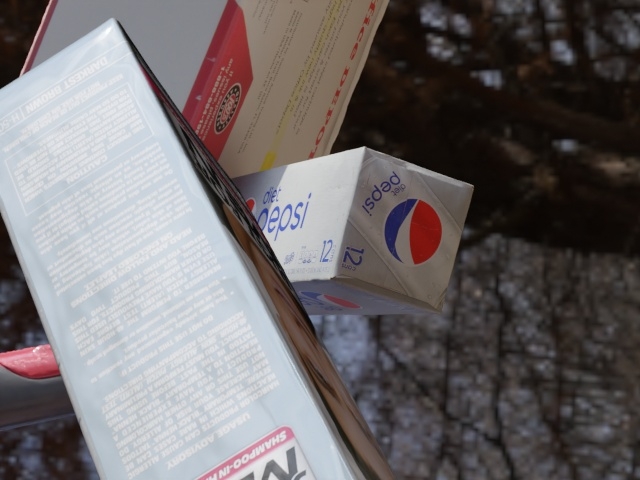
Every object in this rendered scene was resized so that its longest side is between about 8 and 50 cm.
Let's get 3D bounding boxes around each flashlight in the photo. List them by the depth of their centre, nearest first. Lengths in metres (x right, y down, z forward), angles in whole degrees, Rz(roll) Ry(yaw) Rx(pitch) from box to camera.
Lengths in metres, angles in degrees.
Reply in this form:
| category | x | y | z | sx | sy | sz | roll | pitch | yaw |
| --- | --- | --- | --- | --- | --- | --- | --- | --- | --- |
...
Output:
| category | x | y | z | sx | sy | sz | roll | pitch | yaw |
| --- | --- | --- | --- | --- | --- | --- | --- | --- | --- |
| flashlight | -0.228 | 0.097 | 1.213 | 0.304 | 0.103 | 0.103 | -12 | -56 | -24 |

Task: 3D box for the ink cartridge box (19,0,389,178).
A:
| category | x | y | z | sx | sy | sz | roll | pitch | yaw |
| --- | --- | --- | --- | --- | --- | --- | --- | --- | --- |
| ink cartridge box | -0.078 | -0.202 | 1.352 | 0.279 | 0.160 | 0.384 | -68 | -15 | 5 |

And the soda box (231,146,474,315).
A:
| category | x | y | z | sx | sy | sz | roll | pitch | yaw |
| --- | --- | --- | --- | --- | --- | --- | --- | --- | --- |
| soda box | 0.000 | 0.000 | 1.142 | 0.091 | 0.286 | 0.098 | 18 | -100 | -22 |

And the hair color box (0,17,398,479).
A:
| category | x | y | z | sx | sy | sz | roll | pitch | yaw |
| --- | --- | --- | --- | --- | --- | --- | --- | --- | --- |
| hair color box | -0.062 | 0.066 | 0.833 | 0.185 | 0.113 | 0.374 | 55 | -176 | -49 |
